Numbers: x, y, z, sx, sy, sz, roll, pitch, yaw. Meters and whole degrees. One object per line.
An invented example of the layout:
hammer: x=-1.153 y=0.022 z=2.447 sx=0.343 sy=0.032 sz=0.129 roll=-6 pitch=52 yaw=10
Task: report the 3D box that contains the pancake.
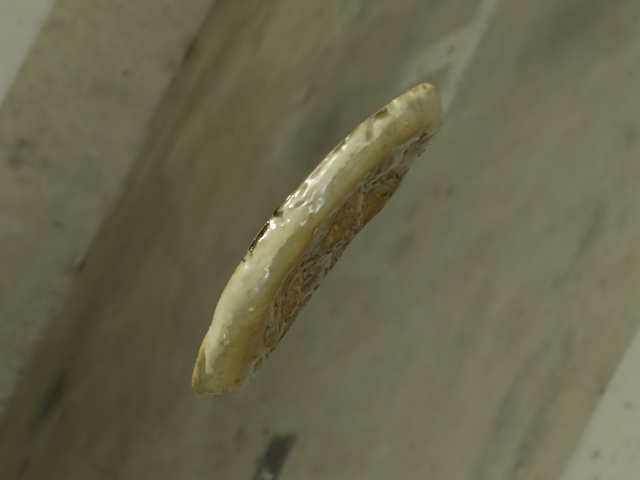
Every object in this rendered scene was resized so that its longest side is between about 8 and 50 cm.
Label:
pancake: x=0.000 y=0.000 z=0.756 sx=0.158 sy=0.028 sz=0.158 roll=-52 pitch=-6 yaw=-7
